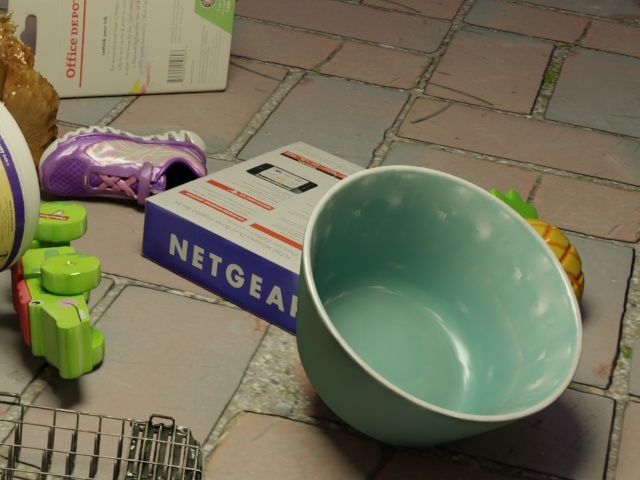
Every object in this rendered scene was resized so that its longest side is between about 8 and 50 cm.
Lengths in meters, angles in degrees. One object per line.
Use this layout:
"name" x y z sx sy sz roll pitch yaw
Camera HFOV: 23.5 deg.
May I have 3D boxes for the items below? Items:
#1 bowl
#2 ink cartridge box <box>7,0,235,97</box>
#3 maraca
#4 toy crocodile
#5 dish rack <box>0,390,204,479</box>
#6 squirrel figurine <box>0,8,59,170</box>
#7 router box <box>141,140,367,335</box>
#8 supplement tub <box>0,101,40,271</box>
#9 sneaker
"bowl" 0.097 0.090 1.603 0.312 0.163 0.311 14 50 -18
"ink cartridge box" -0.317 -0.334 2.347 0.353 0.207 0.119 -5 31 -24
"maraca" 0.259 0.018 1.884 0.127 0.099 0.185 2 59 -53
"toy crocodile" -0.301 0.050 1.704 0.105 0.115 0.340 -5 27 -14
"dish rack" -0.244 0.226 1.422 0.272 0.074 0.208 7 28 -4
"squirrel figurine" -0.558 -0.197 2.030 0.370 0.281 0.397 18 13 42
"router box" 0.000 0.000 1.913 0.335 0.082 0.301 26 32 32
"supplement tub" -0.481 -0.022 1.571 0.241 0.241 0.331 25 37 31
"sneaker" -0.249 -0.088 2.019 0.236 0.095 0.104 -4 37 -23
